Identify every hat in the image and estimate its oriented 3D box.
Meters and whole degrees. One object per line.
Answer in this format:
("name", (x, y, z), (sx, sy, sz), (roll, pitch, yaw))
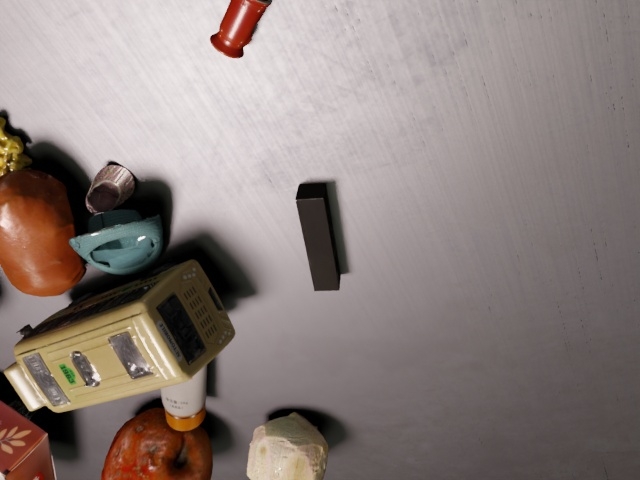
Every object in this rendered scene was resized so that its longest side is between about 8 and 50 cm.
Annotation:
("hat", (-0.331, -0.080, 0.828), (0.058, 0.042, 0.087), (34, 93, -24))
("hat", (-0.323, -0.010, 0.843), (0.138, 0.077, 0.191), (-17, 161, -17))

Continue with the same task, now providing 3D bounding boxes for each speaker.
("speaker", (0.000, 0.000, 0.833), (0.046, 0.040, 0.191), (-2, 129, 10))

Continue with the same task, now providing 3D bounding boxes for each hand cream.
("hand cream", (-0.278, 0.259, 1.080), (0.140, 0.089, 0.314), (8, 122, 9))

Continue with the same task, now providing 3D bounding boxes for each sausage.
("sausage", (-0.456, -0.004, 0.842), (0.133, 0.133, 0.258), (14, 139, -2))

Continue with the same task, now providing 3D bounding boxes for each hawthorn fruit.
("hawthorn fruit", (-0.379, 0.523, 1.212), (0.258, 0.261, 0.258), (35, 161, 14))

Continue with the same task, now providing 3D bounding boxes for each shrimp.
("shrimp", (-0.745, 0.418, 1.290), (0.174, 0.076, 0.082), (-28, 138, 31))

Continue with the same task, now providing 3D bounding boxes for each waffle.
("waffle", (-0.535, -0.137, 0.808), (0.191, 0.038, 0.191), (4, 130, 5))

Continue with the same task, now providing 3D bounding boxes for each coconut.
("coconut", (-0.073, 0.480, 1.171), (0.195, 0.194, 0.194), (5, 131, 6))

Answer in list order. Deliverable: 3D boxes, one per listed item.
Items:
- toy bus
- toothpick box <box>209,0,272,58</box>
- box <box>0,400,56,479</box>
("toy bus", (-0.348, 0.171, 0.905), (0.366, 0.202, 0.176), (-20, 104, 26))
("toothpick box", (-0.096, -0.260, 0.624), (0.047, 0.047, 0.083), (29, 130, -15))
("box", (-0.835, 0.488, 1.266), (0.386, 0.122, 0.344), (28, 132, 9))
